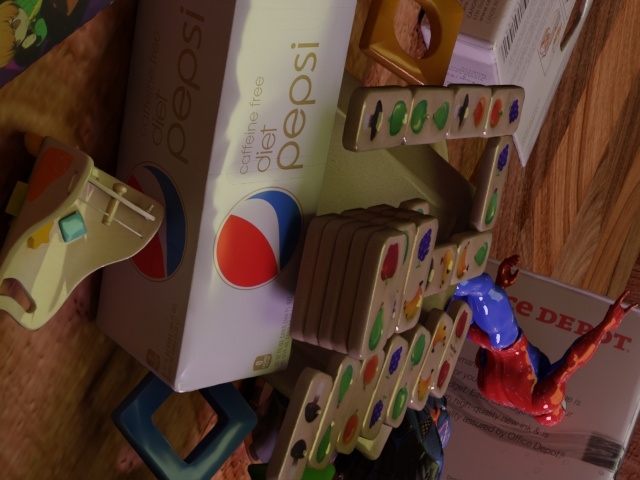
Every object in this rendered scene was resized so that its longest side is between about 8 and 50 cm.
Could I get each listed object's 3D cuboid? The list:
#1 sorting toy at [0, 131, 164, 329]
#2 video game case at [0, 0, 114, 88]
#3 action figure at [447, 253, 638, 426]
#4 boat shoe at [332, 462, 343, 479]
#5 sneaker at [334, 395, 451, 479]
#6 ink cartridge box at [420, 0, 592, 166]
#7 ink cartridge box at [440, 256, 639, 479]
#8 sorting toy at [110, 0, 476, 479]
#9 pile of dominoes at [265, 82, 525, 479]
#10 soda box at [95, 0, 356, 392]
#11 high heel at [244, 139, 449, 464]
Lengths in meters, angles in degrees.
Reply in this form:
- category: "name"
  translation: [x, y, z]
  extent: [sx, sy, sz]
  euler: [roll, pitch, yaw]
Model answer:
- category: "sorting toy"
  translation: [-0.111, 0.001, 0.572]
  extent: [0.075, 0.045, 0.083]
  euler: [-62, 162, -5]
- category: "video game case"
  translation: [-0.108, -0.153, 0.412]
  extent: [0.210, 0.041, 0.232]
  euler: [-50, 153, -45]
- category: "action figure"
  translation: [0.150, 0.034, 1.099]
  extent: [0.139, 0.091, 0.280]
  euler: [-50, 129, -22]
- category: "boat shoe"
  translation: [0.030, 0.223, 1.111]
  extent: [0.111, 0.104, 0.307]
  euler: [55, 56, -69]
- category: "sneaker"
  translation: [0.057, 0.126, 0.981]
  extent: [0.221, 0.087, 0.083]
  euler: [-123, -127, -76]
- category: "ink cartridge box"
  translation: [0.180, -0.239, 1.142]
  extent: [0.296, 0.066, 0.261]
  euler: [-67, 162, -11]
- category: "ink cartridge box"
  translation: [0.149, 0.188, 1.237]
  extent: [0.129, 0.223, 0.307]
  euler: [64, 47, -67]
- category: "sorting toy"
  translation: [0.000, 0.000, 0.795]
  extent: [0.196, 0.047, 0.348]
  euler: [42, 62, -29]
- category: "pile of dominoes"
  translation: [0.059, 0.018, 0.731]
  extent: [0.251, 0.040, 0.196]
  euler: [-14, 117, -63]
- category: "soda box"
  translation: [-0.044, -0.045, 0.629]
  extent: [0.069, 0.074, 0.216]
  euler: [-9, 119, -39]
- category: "high heel"
  translation: [0.015, 0.034, 0.941]
  extent: [0.186, 0.093, 0.261]
  euler: [103, 10, -64]
